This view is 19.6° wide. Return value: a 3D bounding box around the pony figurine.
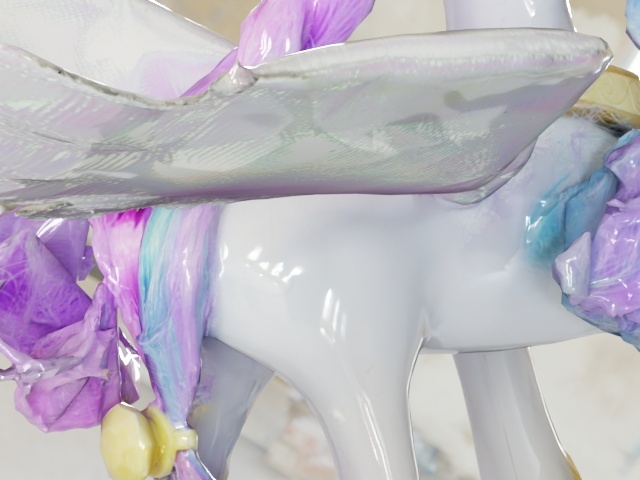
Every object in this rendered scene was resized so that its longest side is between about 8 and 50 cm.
[{"bbox_3d":[0.000,0.000,0.548,0.351,0.363,0.303,-16,21,-34],"label":"pony figurine"}]
